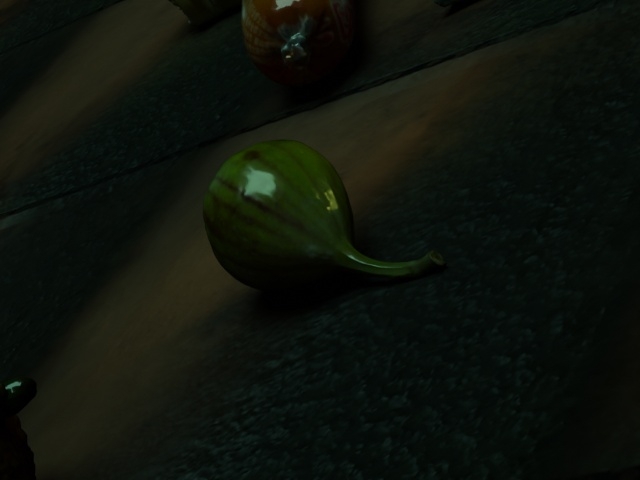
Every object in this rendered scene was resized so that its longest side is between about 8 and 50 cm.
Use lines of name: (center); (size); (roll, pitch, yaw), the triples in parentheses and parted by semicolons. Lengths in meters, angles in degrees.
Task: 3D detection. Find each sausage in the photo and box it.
sausage: (-0.018, -0.198, 1.481); (0.093, 0.093, 0.312); (-30, 21, 11)

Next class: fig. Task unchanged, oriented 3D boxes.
fig: (-0.009, -0.011, 1.058); (0.093, 0.093, 0.166); (-40, 22, -16)

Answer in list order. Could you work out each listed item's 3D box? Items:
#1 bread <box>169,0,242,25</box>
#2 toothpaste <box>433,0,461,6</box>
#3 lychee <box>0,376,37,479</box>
bread: (-0.079, -0.277, 1.762); (0.177, 0.084, 0.119); (-22, 24, 18)
toothpaste: (0.184, -0.229, 1.330); (0.233, 0.038, 0.060); (-23, 19, 33)
lychee: (-0.213, 0.128, 1.023); (0.146, 0.114, 0.114); (-47, 17, 15)
